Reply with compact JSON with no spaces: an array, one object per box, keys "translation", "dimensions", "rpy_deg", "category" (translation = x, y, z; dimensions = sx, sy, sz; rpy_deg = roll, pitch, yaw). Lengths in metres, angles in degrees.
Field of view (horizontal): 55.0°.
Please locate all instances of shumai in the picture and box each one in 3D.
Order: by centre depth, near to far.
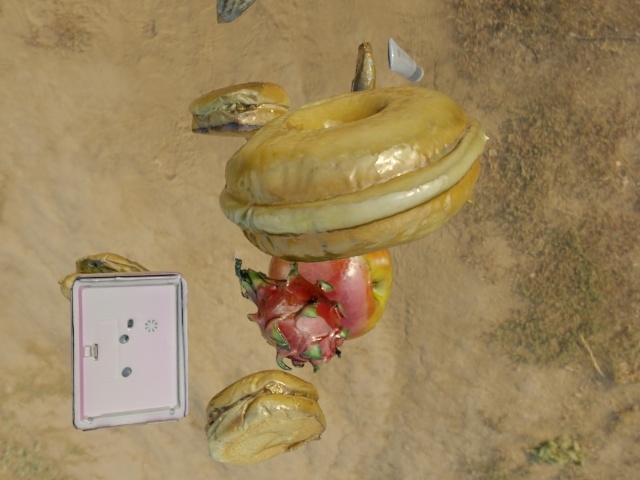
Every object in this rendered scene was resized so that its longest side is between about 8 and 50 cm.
[{"translation":[-0.227,-0.659,1.577],"dimensions":[0.201,0.201,0.120],"rpy_deg":[-34,129,29],"category":"shumai"}]

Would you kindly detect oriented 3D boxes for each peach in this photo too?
[{"translation":[0.023,0.111,1.849],"dimensions":[0.389,0.388,0.388],"rpy_deg":[6,125,8],"category":"peach"}]

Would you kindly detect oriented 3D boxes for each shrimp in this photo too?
[{"translation":[0.107,-0.409,1.669],"dimensions":[0.058,0.173,0.253],"rpy_deg":[2,113,-9],"category":"shrimp"}]

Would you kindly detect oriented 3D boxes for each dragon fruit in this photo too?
[{"translation":[-0.052,0.105,0.999],"dimensions":[0.137,0.135,0.235],"rpy_deg":[-40,73,11],"category":"dragon fruit"}]

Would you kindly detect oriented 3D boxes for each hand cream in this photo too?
[{"translation":[0.230,-0.483,1.684],"dimensions":[0.048,0.255,0.079],"rpy_deg":[-5,89,25],"category":"hand cream"}]

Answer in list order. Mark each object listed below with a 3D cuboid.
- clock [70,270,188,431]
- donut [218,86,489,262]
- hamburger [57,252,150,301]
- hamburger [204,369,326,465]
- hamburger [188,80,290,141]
[{"translation":[-0.247,0.137,0.801],"dimensions":[0.145,0.073,0.193],"rpy_deg":[0,92,-20],"category":"clock"},{"translation":[0.054,-0.116,0.980],"dimensions":[0.449,0.449,0.198],"rpy_deg":[-9,113,18],"category":"donut"},{"translation":[-0.414,0.151,1.397],"dimensions":[0.330,0.162,0.209],"rpy_deg":[45,156,-18],"category":"hamburger"},{"translation":[-0.101,0.318,1.090],"dimensions":[0.214,0.108,0.213],"rpy_deg":[-9,141,-7],"category":"hamburger"},{"translation":[-0.252,-0.399,1.930],"dimensions":[0.305,0.284,0.174],"rpy_deg":[-2,101,43],"category":"hamburger"}]
